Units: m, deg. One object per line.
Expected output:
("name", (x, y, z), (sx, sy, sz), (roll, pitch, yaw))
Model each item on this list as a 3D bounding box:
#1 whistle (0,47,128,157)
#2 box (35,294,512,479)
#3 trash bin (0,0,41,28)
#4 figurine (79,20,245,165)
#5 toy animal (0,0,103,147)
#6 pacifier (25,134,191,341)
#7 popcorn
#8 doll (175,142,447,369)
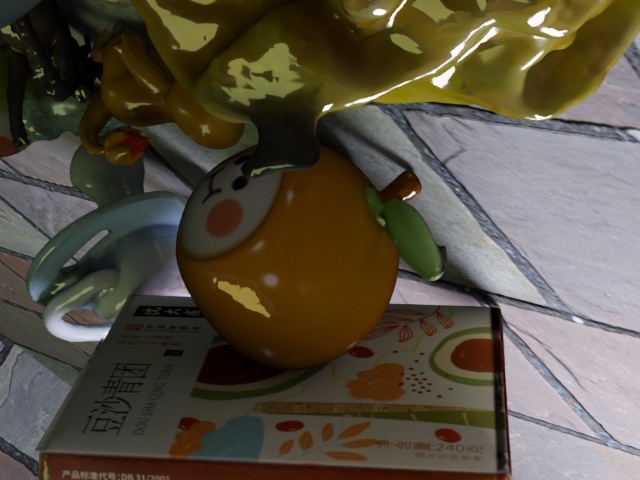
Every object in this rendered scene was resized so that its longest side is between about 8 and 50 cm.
("whistle", (-0.310, -0.135, 1.562), (0.223, 0.123, 0.123), (10, 157, 18))
("box", (-0.023, 0.172, 1.343), (0.385, 0.122, 0.344), (2, -160, 5))
("trash bin", (-0.296, -0.248, 1.095), (0.176, 0.101, 0.236), (-14, 153, -1))
("figurine", (-0.142, -0.113, 1.294), (0.176, 0.122, 0.121), (19, 157, 38))
("toy animal", (-0.270, -0.186, 1.322), (0.084, 0.148, 0.233), (-18, 139, 17))
("pacifier", (-0.212, -0.011, 1.613), (0.287, 0.238, 0.226), (8, -129, -50))
("popcorn", (0.005, -0.162, 0.676), (0.297, 0.281, 0.316), (2, 164, 27))
("doll", (0.000, 0.000, 1.300), (0.236, 0.213, 0.213), (-23, 137, 19))
